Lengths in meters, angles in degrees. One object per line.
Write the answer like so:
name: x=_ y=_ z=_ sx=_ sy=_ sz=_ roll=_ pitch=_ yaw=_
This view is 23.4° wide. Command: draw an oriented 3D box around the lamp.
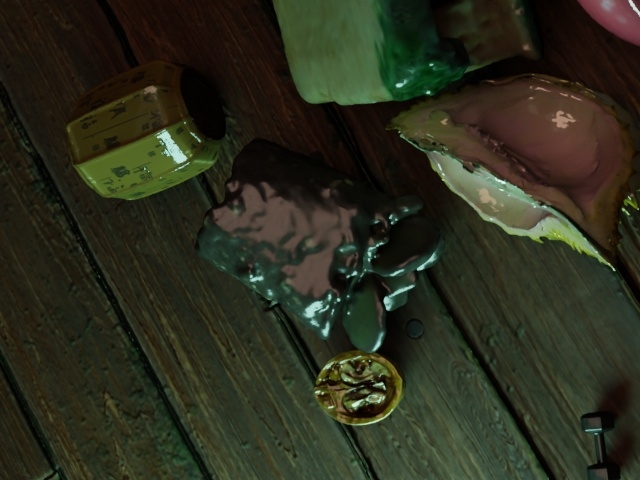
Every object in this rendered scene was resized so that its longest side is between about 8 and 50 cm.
lamp: x=-0.224 y=-0.141 z=1.980 sx=0.185 sy=0.161 sz=0.161 roll=-23 pitch=79 yaw=21

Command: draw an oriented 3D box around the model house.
model house: x=0.124 y=-0.368 z=1.715 sx=0.335 sy=0.343 sz=0.382 roll=10 pitch=117 yaw=61

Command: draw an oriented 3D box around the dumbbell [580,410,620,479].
dumbbell: x=0.321 y=0.238 z=1.770 sx=0.036 sy=0.040 sz=0.083 roll=-13 pitch=82 yaw=57

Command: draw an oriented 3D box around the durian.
durian: x=0.259 y=-0.100 z=1.757 sx=0.305 sy=0.185 sz=0.195 roll=29 pitch=74 yaw=30

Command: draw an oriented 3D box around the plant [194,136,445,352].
plant: x=0.000 y=0.000 z=1.851 sx=0.276 sy=0.188 sz=0.199 roll=26 pitch=94 yaw=4

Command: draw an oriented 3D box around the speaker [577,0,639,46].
speaker: x=0.400 y=-0.342 z=1.624 sx=0.294 sy=0.294 sz=0.294 roll=-1 pitch=88 yaw=25

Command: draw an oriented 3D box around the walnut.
walnut: x=0.055 y=0.178 z=1.890 sx=0.121 sy=0.052 sz=0.091 roll=-7 pitch=86 yaw=27
